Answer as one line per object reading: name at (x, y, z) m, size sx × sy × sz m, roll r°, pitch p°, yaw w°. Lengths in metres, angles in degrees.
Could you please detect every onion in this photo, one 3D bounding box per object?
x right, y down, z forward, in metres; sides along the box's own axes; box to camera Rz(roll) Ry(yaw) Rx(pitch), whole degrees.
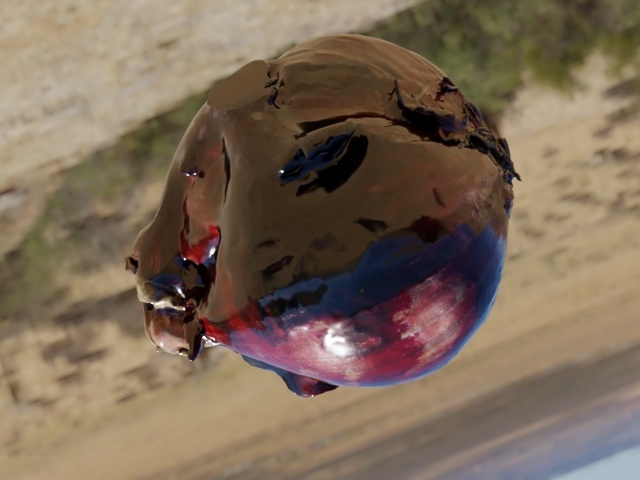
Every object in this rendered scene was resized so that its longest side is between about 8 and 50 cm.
onion at (0.019, -0.008, 1.208) m, size 0.281 × 0.221 × 0.281 m, roll -21°, pitch -152°, yaw 12°
